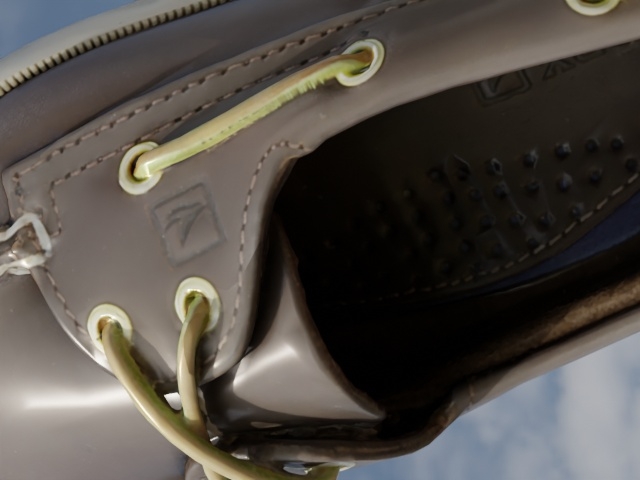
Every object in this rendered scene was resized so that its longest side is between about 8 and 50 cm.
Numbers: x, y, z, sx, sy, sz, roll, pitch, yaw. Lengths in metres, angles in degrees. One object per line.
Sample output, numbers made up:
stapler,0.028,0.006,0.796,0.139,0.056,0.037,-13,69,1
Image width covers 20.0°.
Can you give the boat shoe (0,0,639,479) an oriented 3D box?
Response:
boat shoe,0.000,0.000,0.417,0.116,0.324,0.097,57,-169,-33
